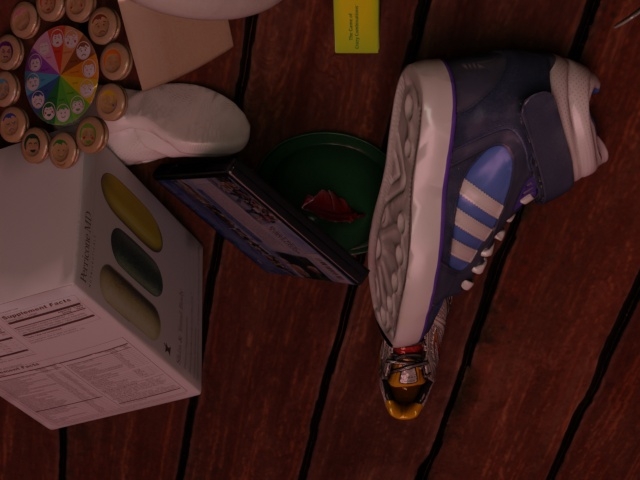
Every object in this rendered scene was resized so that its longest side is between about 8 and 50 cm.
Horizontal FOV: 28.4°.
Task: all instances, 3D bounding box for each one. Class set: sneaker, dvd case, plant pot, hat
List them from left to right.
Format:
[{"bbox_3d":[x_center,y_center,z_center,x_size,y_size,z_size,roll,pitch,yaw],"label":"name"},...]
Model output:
[{"bbox_3d":[-0.176,-0.112,1.343,0.212,0.080,0.094,8,144,7],"label":"sneaker"},{"bbox_3d":[-0.139,-0.224,1.215,0.096,0.109,0.109,-12,131,-1],"label":"plant pot"},{"bbox_3d":[-0.069,-0.021,1.320,0.180,0.022,0.253,41,166,-19],"label":"dvd case"},{"bbox_3d":[0.000,0.000,1.345,0.173,0.184,0.208,-31,123,28],"label":"hat"},{"bbox_3d":[0.113,0.124,1.508,0.088,0.093,0.225,1,131,3],"label":"sneaker"},{"bbox_3d":[0.185,-0.038,1.293,0.236,0.130,0.323,-3,118,-17],"label":"sneaker"}]

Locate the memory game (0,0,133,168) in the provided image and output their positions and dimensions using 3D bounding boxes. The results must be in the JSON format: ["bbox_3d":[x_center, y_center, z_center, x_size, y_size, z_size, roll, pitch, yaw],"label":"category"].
[{"bbox_3d":[-0.258,-0.162,1.248,0.186,0.186,0.012,-32,164,28],"label":"memory game"}]

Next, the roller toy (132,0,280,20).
[{"bbox_3d":[-0.103,-0.285,1.094,0.209,0.191,0.146,-6,134,-23],"label":"roller toy"}]

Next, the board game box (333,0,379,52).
[{"bbox_3d":[0.034,-0.273,1.159,0.043,0.092,0.181,1,132,3],"label":"board game box"}]

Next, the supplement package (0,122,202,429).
[{"bbox_3d":[-0.271,0.047,1.355,0.198,0.199,0.263,-15,145,18],"label":"supplement package"}]

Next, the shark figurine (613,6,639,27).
[{"bbox_3d":[0.290,-0.329,1.067,0.166,0.278,0.116,-11,178,-23],"label":"shark figurine"}]
